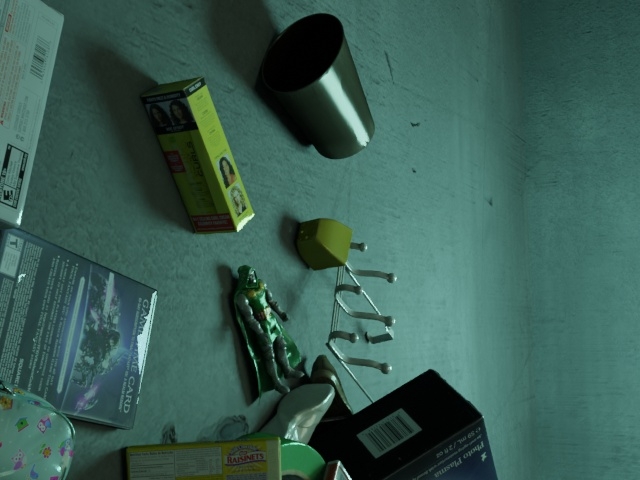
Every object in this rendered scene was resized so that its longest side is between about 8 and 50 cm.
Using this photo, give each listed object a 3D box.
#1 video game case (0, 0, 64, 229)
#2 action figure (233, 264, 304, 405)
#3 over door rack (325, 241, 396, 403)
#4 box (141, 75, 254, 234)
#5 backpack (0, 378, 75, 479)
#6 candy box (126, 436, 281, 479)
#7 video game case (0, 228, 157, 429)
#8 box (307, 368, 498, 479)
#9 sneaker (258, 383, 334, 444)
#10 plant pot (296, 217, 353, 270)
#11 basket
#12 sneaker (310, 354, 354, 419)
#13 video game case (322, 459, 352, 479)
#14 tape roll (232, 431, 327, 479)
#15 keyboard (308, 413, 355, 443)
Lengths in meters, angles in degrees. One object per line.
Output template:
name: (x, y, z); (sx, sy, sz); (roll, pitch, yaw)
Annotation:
video game case: (-0.396, -0.174, 0.808); (0.244, 0.061, 0.269); (34, 57, -57)
action figure: (-0.095, 0.146, 1.333); (0.137, 0.064, 0.232); (-45, 122, -50)
over door rack: (0.105, 0.191, 1.570); (0.324, 0.108, 0.239); (68, 23, -44)
box: (-0.181, -0.123, 1.177); (0.058, 0.087, 0.232); (-51, 131, -49)
backpack: (-0.342, 0.203, 0.782); (0.182, 0.115, 0.151); (36, 69, -47)
candy box: (-0.155, 0.324, 1.060); (0.027, 0.206, 0.105); (120, -32, -85)
video game case: (-0.311, 0.116, 0.968); (0.274, 0.026, 0.196); (37, 55, -56)
box: (0.170, 0.459, 1.490); (0.296, 0.183, 0.294); (-28, 123, -14)
sneaker: (-0.043, 0.338, 1.392); (0.212, 0.080, 0.094); (-39, 125, -45)
plant pot: (0.000, 0.000, 1.507); (0.083, 0.082, 0.081); (38, 53, -39)
basket: (0.008, -0.272, 1.485); (0.227, 0.154, 0.204); (58, 40, -47)
sneaker: (0.028, 0.302, 1.530); (0.071, 0.066, 0.188); (-86, 165, -53)
video game case: (0.037, 0.507, 1.192); (0.204, 0.025, 0.285); (60, 25, -20)
tape roll: (-0.098, 0.462, 1.204); (0.321, 0.077, 0.321); (-10, 102, -54)
keyboard: (0.045, 0.371, 1.514); (0.192, 0.038, 0.100); (2, 110, -29)
